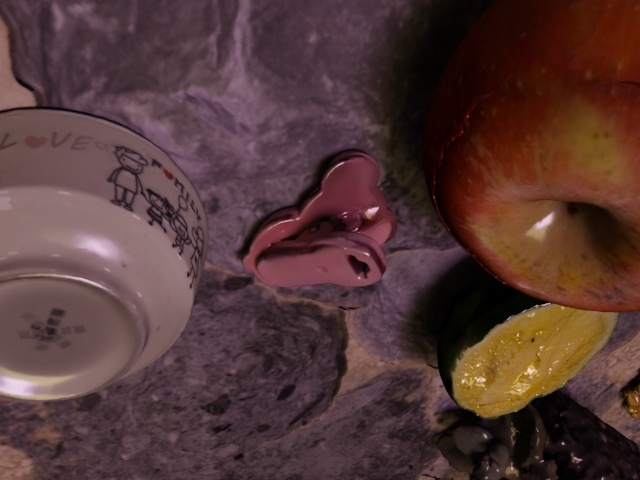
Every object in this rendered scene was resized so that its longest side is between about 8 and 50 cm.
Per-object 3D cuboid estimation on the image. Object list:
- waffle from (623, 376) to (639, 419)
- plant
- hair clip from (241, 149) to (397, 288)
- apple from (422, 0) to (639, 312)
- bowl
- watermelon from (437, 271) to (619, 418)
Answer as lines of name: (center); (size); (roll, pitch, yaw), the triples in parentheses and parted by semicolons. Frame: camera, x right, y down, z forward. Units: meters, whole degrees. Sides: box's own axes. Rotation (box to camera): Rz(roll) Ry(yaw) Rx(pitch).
waffle: (0.646, 0.270, 0.914); (0.191, 0.038, 0.191); (-10, 128, -13)
plant: (0.340, 0.352, 0.753); (0.312, 0.213, 0.215); (27, 114, -23)
hair clip: (0.002, -0.008, 0.481); (0.138, 0.102, 0.123); (-11, 134, 30)
apple: (0.209, -0.076, 0.377); (0.272, 0.252, 0.206); (54, 54, -38)
bowl: (-0.201, 0.034, 0.377); (0.238, 0.126, 0.237); (-10, 129, -12)
watermelon: (0.232, 0.100, 0.580); (0.204, 0.127, 0.232); (9, 123, -25)
